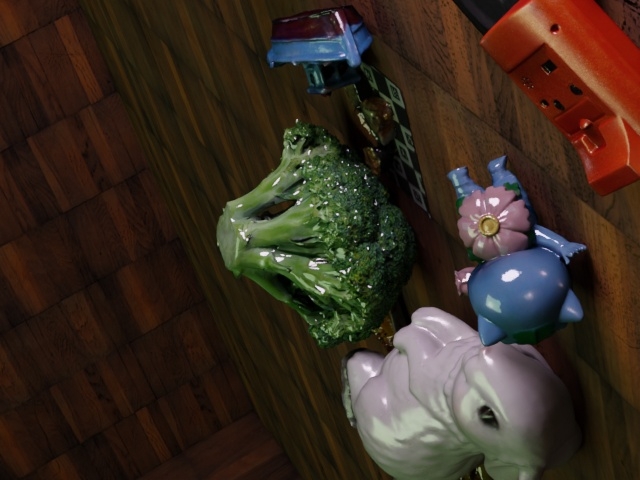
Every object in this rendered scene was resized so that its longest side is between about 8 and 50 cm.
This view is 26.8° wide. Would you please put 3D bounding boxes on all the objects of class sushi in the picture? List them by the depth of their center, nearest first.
[{"bbox_3d":[0.064,-0.120,1.557,0.139,0.031,0.201,47,162,45],"label":"sushi"}]

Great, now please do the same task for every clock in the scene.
[{"bbox_3d":[0.187,-0.108,0.959,0.155,0.061,0.113,48,164,-1],"label":"clock"}]

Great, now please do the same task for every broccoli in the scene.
[{"bbox_3d":[0.000,0.000,1.655,0.269,0.242,0.261,111,152,-51],"label":"broccoli"}]

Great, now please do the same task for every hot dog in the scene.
[{"bbox_3d":[0.076,0.082,1.913,0.191,0.059,0.108,65,171,-30],"label":"hot dog"}]

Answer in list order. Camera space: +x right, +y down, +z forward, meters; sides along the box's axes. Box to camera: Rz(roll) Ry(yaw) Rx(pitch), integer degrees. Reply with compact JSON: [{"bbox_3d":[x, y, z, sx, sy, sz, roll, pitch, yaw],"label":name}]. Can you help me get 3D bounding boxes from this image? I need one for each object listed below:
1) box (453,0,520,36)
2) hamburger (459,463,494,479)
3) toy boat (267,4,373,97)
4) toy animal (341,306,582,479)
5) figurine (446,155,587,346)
[{"bbox_3d":[0.130,-0.228,1.038,0.201,0.042,0.212,51,165,29],"label":"box"},{"bbox_3d":[0.190,0.328,1.852,0.183,0.130,0.206,45,163,57],"label":"hamburger"},{"bbox_3d":[0.002,-0.203,1.457,0.223,0.100,0.097,-154,46,-72],"label":"toy boat"},{"bbox_3d":[0.171,0.202,1.554,0.357,0.194,0.258,0,109,67],"label":"toy animal"},{"bbox_3d":[0.178,0.012,1.272,0.144,0.114,0.178,127,125,-84],"label":"figurine"}]
